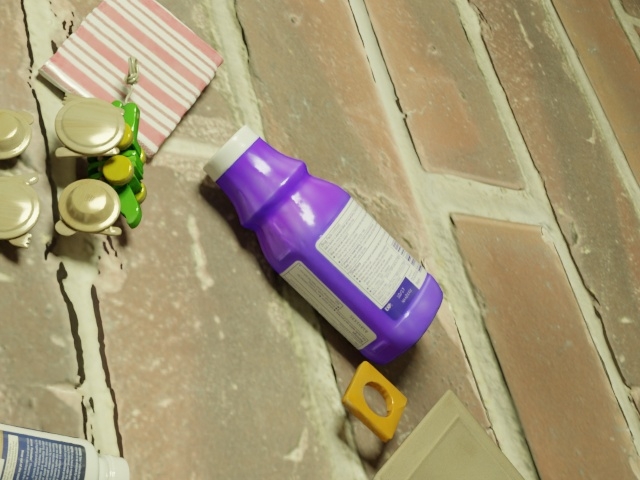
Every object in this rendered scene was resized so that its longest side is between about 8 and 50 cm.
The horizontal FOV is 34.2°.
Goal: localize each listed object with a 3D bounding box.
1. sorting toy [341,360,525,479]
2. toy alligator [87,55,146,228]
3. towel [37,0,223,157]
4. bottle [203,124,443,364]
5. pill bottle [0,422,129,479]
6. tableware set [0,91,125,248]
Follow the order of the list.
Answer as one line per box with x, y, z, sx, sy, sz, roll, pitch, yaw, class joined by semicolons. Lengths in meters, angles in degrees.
0.141;0.266;1.051;0.347;0.047;0.196;51;36;2;sorting toy
-0.202;-0.096;1.016;0.051;0.056;0.189;-8;65;3;toy alligator
-0.197;-0.185;1.114;0.144;0.029;0.197;38;44;-12;towel
0.000;0.000;1.092;0.283;0.092;0.118;44;40;-6;bottle
-0.210;0.179;0.789;0.120;0.067;0.067;19;49;-30;pill bottle
-0.248;-0.066;0.946;0.141;0.020;0.168;1;62;-14;tableware set
